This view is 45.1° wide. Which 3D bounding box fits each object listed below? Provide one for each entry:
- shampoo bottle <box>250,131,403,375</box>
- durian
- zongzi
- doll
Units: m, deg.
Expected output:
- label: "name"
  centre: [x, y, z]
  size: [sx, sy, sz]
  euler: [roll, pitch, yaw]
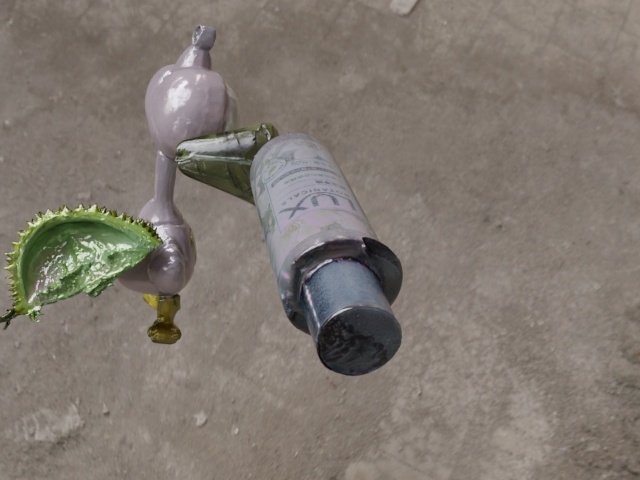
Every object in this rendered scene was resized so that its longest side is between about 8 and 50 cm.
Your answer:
- label: "shampoo bottle"
  centre: [0.000, 0.000, 0.466]
  size: [0.072, 0.072, 0.214]
  euler: [-1, 28, -12]
- label: "durian"
  centre: [-0.274, 0.019, 0.830]
  size: [0.215, 0.086, 0.100]
  euler: [-27, 60, 6]
- label: "zongzi"
  centre: [-0.082, -0.050, 0.749]
  size: [0.104, 0.052, 0.113]
  euler: [-12, 90, 4]
- label: "doll"
  centre: [-0.166, -0.061, 0.871]
  size: [0.094, 0.365, 0.160]
  euler: [7, 26, -22]
